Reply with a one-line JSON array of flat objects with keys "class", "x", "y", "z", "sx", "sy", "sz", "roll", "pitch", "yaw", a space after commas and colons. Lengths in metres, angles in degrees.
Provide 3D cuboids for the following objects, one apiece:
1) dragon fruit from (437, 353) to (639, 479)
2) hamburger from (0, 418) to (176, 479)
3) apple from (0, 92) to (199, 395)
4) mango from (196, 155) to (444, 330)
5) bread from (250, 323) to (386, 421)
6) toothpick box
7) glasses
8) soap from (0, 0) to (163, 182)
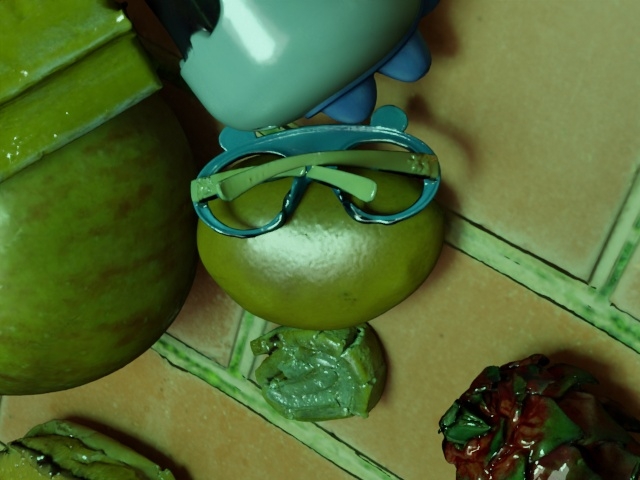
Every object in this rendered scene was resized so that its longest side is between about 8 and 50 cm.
[{"class": "dragon fruit", "x": 0.211, "y": 0.202, "z": 1.357, "sx": 0.189, "sy": 0.182, "sz": 0.182, "roll": 53, "pitch": 129, "yaw": 12}, {"class": "hamburger", "x": -0.290, "y": 0.375, "z": 1.757, "sx": 0.304, "sy": 0.174, "sz": 0.284, "roll": 21, "pitch": 120, "yaw": 24}, {"class": "apple", "x": -0.322, "y": -0.023, "z": 1.490, "sx": 0.400, "sy": 0.333, "sz": 0.400, "roll": 14, "pitch": 119, "yaw": 26}, {"class": "mango", "x": -0.003, "y": 0.006, "z": 1.419, "sx": 0.254, "sy": 0.139, "sz": 0.176, "roll": 10, "pitch": 116, "yaw": 22}, {"class": "bread", "x": -0.005, "y": 0.141, "z": 1.531, "sx": 0.156, "sy": 0.064, "sz": 0.118, "roll": -16, "pitch": 101, "yaw": 36}, {"class": "toothpick box", "x": -0.049, "y": -0.262, "z": 1.275, "sx": 0.263, "sy": 0.263, "sz": 0.355, "roll": -32, "pitch": 93, "yaw": 39}, {"class": "glasses", "x": -0.017, "y": -0.041, "z": 1.282, "sx": 0.239, "sy": 0.207, "sz": 0.102, "roll": -4, "pitch": 109, "yaw": 12}, {"class": "soap", "x": -0.321, "y": -0.182, "z": 1.291, "sx": 0.281, "sy": 0.143, "sz": 0.259, "roll": -33, "pitch": 60, "yaw": -1}]
